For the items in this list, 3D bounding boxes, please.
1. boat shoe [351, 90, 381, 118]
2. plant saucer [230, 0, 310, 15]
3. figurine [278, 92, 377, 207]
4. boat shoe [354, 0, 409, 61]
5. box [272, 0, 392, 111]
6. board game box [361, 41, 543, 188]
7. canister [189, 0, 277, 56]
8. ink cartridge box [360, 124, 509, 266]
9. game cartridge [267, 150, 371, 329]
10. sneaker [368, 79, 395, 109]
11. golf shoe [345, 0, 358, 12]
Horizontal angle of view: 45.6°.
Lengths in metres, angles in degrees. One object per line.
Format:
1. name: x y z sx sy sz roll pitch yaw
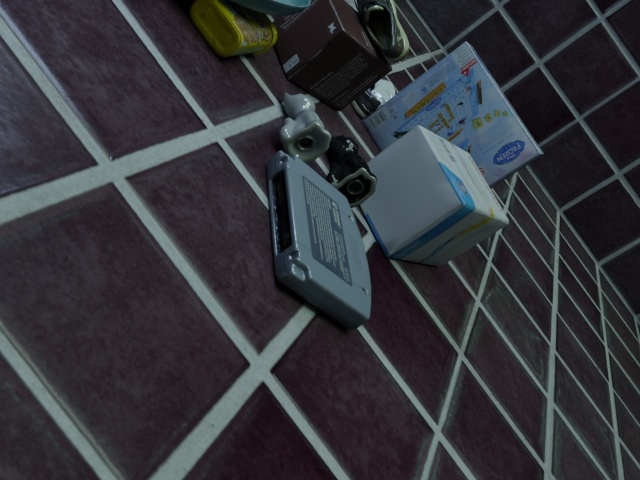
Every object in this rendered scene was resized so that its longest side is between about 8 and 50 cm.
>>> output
1. boat shoe: 0.098 -0.402 1.941 0.075 0.065 0.206 22 40 -51
2. plant saucer: -0.170 -0.522 1.494 0.317 0.044 0.318 24 26 -12
3. figurine: 0.005 -0.192 1.491 0.215 0.092 0.209 41 19 -26
4. boat shoe: 0.127 -0.502 1.691 0.073 0.080 0.224 12 52 -65
5. box: 0.023 -0.431 1.713 0.203 0.168 0.167 23 40 -51
6. board game box: 0.310 -0.248 1.826 0.318 0.318 0.066 60 24 10
7. canister: -0.165 -0.415 1.465 0.126 0.073 0.170 53 26 -2
8. ink cartridge box: 0.233 -0.083 1.613 0.270 0.197 0.198 12 47 -57
9. game cartridge: 0.000 0.000 1.256 0.198 0.062 0.297 42 27 -36
10. sneaker: 0.162 -0.352 2.007 0.094 0.080 0.212 15 40 -34
11. golf shoe: 0.074 -0.644 2.118 0.306 0.140 0.115 57 -17 -2
